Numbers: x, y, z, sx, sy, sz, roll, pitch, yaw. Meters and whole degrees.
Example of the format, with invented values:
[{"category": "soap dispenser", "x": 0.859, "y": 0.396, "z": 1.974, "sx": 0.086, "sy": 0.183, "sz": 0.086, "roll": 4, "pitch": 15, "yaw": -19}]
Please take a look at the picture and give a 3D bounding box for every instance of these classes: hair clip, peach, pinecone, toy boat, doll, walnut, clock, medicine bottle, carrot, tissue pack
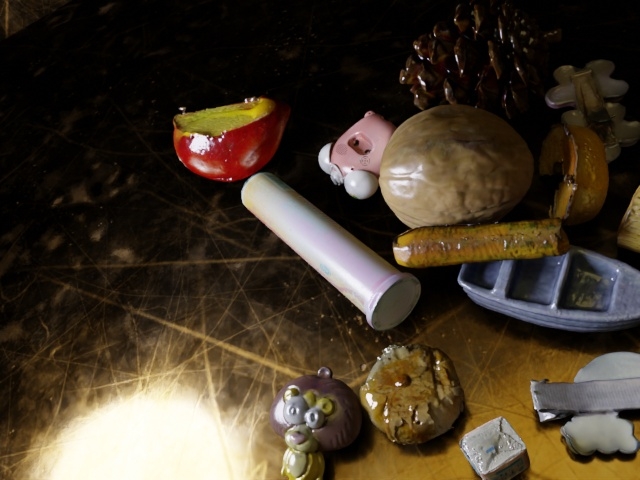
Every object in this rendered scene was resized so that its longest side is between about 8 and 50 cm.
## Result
[{"category": "hair clip", "x": 0.497, "y": -0.245, "z": 1.024, "sx": 0.146, "sy": 0.075, "sz": 0.257, "roll": -13, "pitch": 44, "yaw": 22}, {"category": "peach", "x": -0.185, "y": -0.216, "z": 1.233, "sx": 0.267, "sy": 0.154, "sz": 0.158, "roll": -11, "pitch": 42, "yaw": 3}, {"category": "pinecone", "x": 0.299, "y": -0.337, "z": 1.071, "sx": 0.309, "sy": 0.244, "sz": 0.244, "roll": -12, "pitch": 49, "yaw": 39}, {"category": "toy boat", "x": 0.358, "y": 0.069, "z": 0.841, "sx": 0.283, "sy": 0.078, "sz": 0.127, "roll": 13, "pitch": 61, "yaw": 29}, {"category": "doll", "x": -0.005, "y": 0.287, "z": 0.827, "sx": 0.145, "sy": 0.096, "sz": 0.188, "roll": -19, "pitch": 60, "yaw": 19}, {"category": "walnut", "x": 0.229, "y": -0.117, "z": 0.943, "sx": 0.261, "sy": 0.225, "sz": 0.225, "roll": -5, "pitch": 53, "yaw": 3}, {"category": "clock", "x": 0.086, "y": -0.174, "z": 1.129, "sx": 0.162, "sy": 0.093, "sz": 0.166, "roll": -40, "pitch": 51, "yaw": -4}, {"category": "medicine bottle", "x": 0.000, "y": 0.000, "z": 1.032, "sx": 0.108, "sy": 0.108, "sz": 0.426, "roll": -41, "pitch": 49, "yaw": -10}, {"category": "carrot", "x": 0.240, "y": 0.005, "z": 0.854, "sx": 0.260, "sy": 0.070, "sz": 0.070, "roll": -5, "pitch": 54, "yaw": 29}, {"category": "tissue pack", "x": 0.229, "y": 0.279, "z": 0.728, "sx": 0.074, "sy": 0.094, "sz": 0.058, "roll": -30, "pitch": 50, "yaw": 1}, {"category": "hair clip", "x": 0.398, "y": 0.212, "z": 0.739, "sx": 0.220, "sy": 0.054, "sz": 0.140, "roll": -8, "pitch": 48, "yaw": 14}]

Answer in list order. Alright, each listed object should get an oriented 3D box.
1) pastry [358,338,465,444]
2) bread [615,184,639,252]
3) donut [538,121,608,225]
[{"category": "pastry", "x": 0.135, "y": 0.224, "z": 0.819, "sx": 0.153, "sy": 0.081, "sz": 0.153, "roll": -5, "pitch": 56, "yaw": 7}, {"category": "bread", "x": 0.534, "y": -0.058, "z": 0.826, "sx": 0.114, "sy": 0.132, "sz": 0.190, "roll": 24, "pitch": 70, "yaw": 33}, {"category": "donut", "x": 0.417, "y": -0.114, "z": 0.914, "sx": 0.078, "sy": 0.146, "sz": 0.181, "roll": 2, "pitch": 51, "yaw": 5}]
